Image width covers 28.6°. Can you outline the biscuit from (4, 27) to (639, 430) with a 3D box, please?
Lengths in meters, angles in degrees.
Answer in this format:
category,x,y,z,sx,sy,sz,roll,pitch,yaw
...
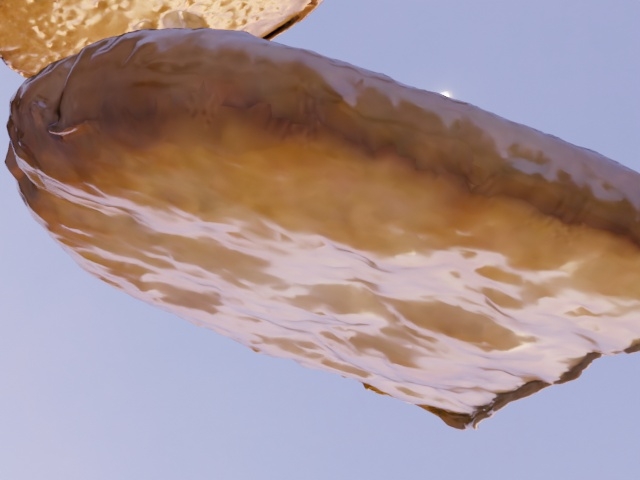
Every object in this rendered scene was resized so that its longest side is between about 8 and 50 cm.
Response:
category,x,y,z,sx,sy,sz,roll,pitch,yaw
biscuit,0.000,-0.001,0.866,0.446,0.104,0.429,20,-21,-3

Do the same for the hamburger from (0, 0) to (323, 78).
category,x,y,z,sx,sy,sz,roll,pitch,yaw
hamburger,-0.236,-0.301,1.309,0.287,0.446,0.268,124,-40,-48
